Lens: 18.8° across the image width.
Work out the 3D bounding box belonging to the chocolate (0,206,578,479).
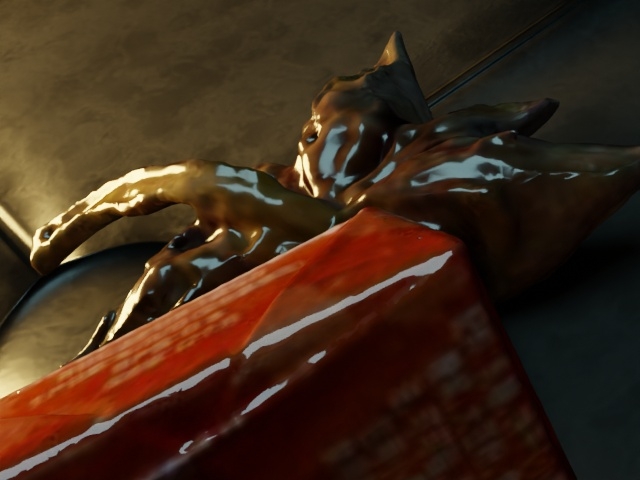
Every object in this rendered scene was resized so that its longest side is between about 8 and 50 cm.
[{"bbox_3d":[-0.015,0.129,0.769,0.235,0.237,0.108,-28,26,-3],"label":"chocolate"}]

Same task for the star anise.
[{"bbox_3d":[0.002,0.000,1.020,0.292,0.109,0.349,-33,36,-19],"label":"star anise"}]
